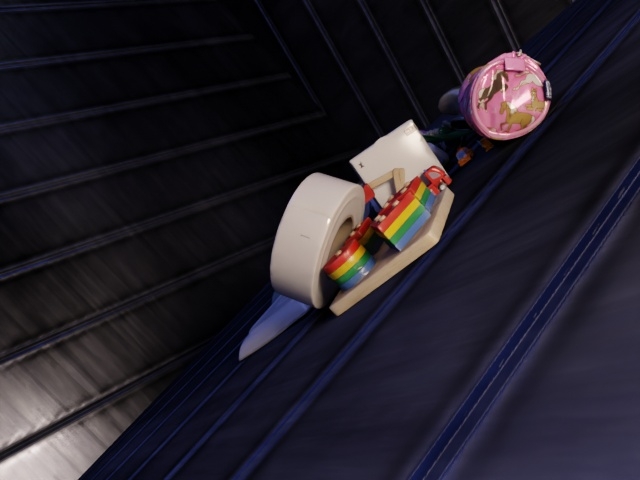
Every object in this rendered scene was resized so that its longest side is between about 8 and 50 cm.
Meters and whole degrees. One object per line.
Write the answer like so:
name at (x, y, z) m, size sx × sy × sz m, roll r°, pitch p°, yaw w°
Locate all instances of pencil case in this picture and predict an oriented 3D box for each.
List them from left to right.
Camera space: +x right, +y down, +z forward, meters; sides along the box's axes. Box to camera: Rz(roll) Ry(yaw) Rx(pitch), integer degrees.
pencil case at (0.396, -0.321, 1.203) m, size 0.167 × 0.160 × 0.386 m, roll -34°, pitch 6°, yaw 16°

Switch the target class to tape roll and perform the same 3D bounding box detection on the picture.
tape roll at (0.000, 0.000, 1.166) m, size 0.286 × 0.100 × 0.286 m, roll -57°, pitch -22°, yaw -37°

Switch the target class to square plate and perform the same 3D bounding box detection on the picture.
square plate at (-0.069, 0.161, 1.520) m, size 0.347 × 0.049 × 0.344 m, roll -40°, pitch 6°, yaw 40°

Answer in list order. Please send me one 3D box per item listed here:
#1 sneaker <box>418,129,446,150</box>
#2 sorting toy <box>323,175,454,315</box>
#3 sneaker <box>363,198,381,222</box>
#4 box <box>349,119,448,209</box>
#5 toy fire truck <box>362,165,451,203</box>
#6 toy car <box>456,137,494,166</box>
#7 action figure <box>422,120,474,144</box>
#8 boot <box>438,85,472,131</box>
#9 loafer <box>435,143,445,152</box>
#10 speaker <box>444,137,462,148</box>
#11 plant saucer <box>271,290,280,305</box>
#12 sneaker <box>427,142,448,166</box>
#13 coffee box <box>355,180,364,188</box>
sneaker at (0.342, -0.355, 1.909) m, size 0.282 × 0.161 × 0.102 m, roll -100°, pitch 23°, yaw -86°
sorting toy at (0.124, -0.005, 1.065) m, size 0.257 × 0.089 × 0.255 m, roll -41°, pitch 5°, yaw 30°
sneaker at (0.182, -0.121, 1.669) m, size 0.108 × 0.100 × 0.271 m, roll -50°, pitch 0°, yaw 26°
box at (0.194, -0.175, 1.345) m, size 0.181 × 0.181 × 0.119 m, roll -34°, pitch 5°, yaw 6°
toy fire truck at (0.194, -0.122, 1.262) m, size 0.192 × 0.135 × 0.047 m, roll -43°, pitch 4°, yaw 11°
toy car at (0.367, -0.222, 1.280) m, size 0.060 × 0.040 × 0.122 m, roll -46°, pitch 4°, yaw -33°
action figure at (0.378, -0.326, 1.615) m, size 0.233 × 0.063 × 0.137 m, roll -12°, pitch 0°, yaw 9°
boot at (0.408, -0.367, 1.516) m, size 0.247 × 0.083 × 0.161 m, roll 10°, pitch 45°, yaw 47°
loafer at (0.321, -0.253, 1.788) m, size 0.078 × 0.076 × 0.223 m, roll -37°, pitch 4°, yaw -30°
speaker at (0.429, -0.333, 1.723) m, size 0.055 × 0.055 × 0.136 m, roll -41°, pitch 5°, yaw 28°
plant saucer at (-0.103, 0.148, 1.811) m, size 0.195 × 0.037 × 0.195 m, roll -42°, pitch -8°, yaw -7°
sneaker at (0.302, -0.208, 1.578) m, size 0.126 × 0.091 × 0.240 m, roll -55°, pitch -4°, yaw 3°
coffee box at (0.166, -0.164, 2.081) m, size 0.297 × 0.119 × 0.168 m, roll -41°, pitch 4°, yaw 34°
